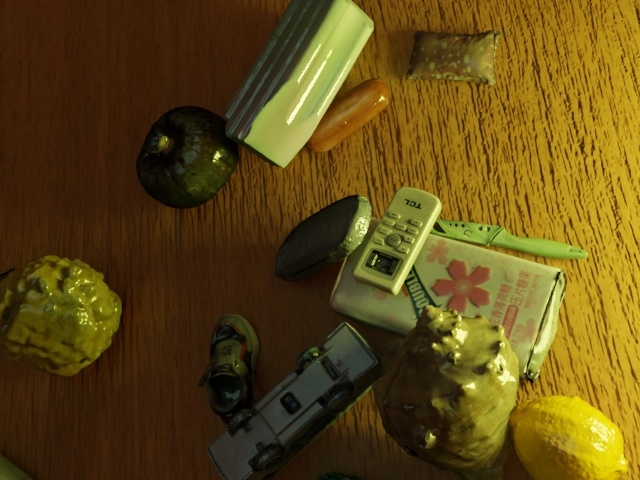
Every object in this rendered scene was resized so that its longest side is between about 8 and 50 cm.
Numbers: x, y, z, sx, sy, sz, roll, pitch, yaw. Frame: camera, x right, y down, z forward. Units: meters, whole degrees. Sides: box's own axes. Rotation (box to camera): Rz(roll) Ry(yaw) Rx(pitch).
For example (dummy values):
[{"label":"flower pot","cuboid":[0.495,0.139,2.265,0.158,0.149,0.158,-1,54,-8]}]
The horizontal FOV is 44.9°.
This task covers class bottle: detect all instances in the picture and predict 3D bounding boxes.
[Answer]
[{"label":"bottle","cuboid":[-0.667,0.466,1.568,0.202,0.072,0.072,23,82,28]}]

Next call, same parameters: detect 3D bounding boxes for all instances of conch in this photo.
[{"label":"conch","cuboid":[0.176,0.247,1.176,0.263,0.186,0.323,10,106,60]}]

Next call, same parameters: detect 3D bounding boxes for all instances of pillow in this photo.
[{"label":"pillow","cuboid":[0.257,-0.359,1.499,0.185,0.043,0.118,8,77,25]}]

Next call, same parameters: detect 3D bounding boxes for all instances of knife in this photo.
[{"label":"knife","cuboid":[0.319,-0.005,1.357,0.293,0.020,0.043,10,78,26]}]

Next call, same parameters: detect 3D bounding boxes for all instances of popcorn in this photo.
[{"label":"popcorn","cuboid":[-0.525,0.142,1.546,0.249,0.249,0.225,-40,25,5]}]

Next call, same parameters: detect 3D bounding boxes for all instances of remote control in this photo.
[{"label":"remote control","cuboid":[0.131,-0.004,1.309,0.088,0.029,0.190,22,73,28]}]

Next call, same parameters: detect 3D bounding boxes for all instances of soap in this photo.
[{"label":"soap","cuboid":[-0.053,-0.322,1.534,0.346,0.115,0.208,-60,31,-7]}]

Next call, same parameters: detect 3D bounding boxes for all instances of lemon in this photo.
[{"label":"lemon","cuboid":[0.364,0.302,1.158,0.187,0.142,0.142,28,84,34]}]

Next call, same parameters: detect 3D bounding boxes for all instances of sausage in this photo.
[{"label":"sausage","cuboid":[0.051,-0.246,1.527,0.198,0.076,0.076,-35,62,6]}]

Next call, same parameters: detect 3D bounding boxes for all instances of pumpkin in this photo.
[{"label":"pumpkin","cuboid":[-0.276,-0.173,1.590,0.224,0.157,0.223,-14,63,29]}]

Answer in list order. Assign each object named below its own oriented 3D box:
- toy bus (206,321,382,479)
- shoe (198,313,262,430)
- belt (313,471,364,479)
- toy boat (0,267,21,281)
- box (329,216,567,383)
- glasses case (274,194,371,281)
[{"label":"toy bus","cuboid":[-0.034,0.290,1.329,0.330,0.136,0.109,-42,63,3]},{"label":"shoe","cuboid":[-0.175,0.238,1.416,0.100,0.125,0.227,-20,66,18]},{"label":"belt","cuboid":[0.030,0.439,1.253,0.151,0.079,0.121,-4,64,46]},{"label":"toy boat","cuboid":[-0.735,0.169,1.697,0.321,0.089,0.121,-25,75,13]},{"label":"box","cuboid":[0.217,0.093,1.313,0.370,0.112,0.190,15,79,27]},{"label":"glasses case","cuboid":[0.000,0.000,1.386,0.282,0.067,0.109,-30,38,56]}]
